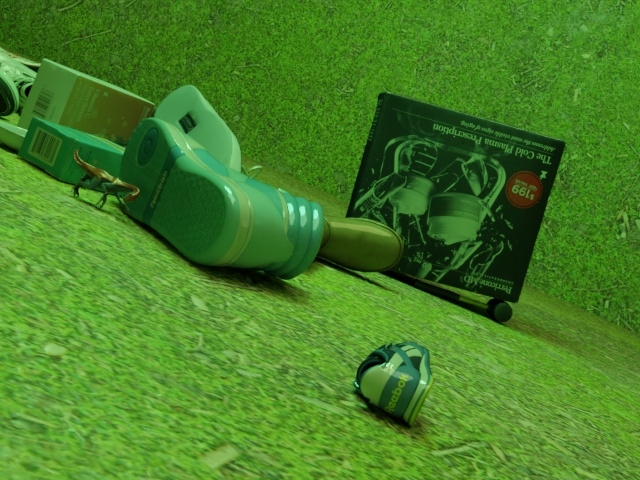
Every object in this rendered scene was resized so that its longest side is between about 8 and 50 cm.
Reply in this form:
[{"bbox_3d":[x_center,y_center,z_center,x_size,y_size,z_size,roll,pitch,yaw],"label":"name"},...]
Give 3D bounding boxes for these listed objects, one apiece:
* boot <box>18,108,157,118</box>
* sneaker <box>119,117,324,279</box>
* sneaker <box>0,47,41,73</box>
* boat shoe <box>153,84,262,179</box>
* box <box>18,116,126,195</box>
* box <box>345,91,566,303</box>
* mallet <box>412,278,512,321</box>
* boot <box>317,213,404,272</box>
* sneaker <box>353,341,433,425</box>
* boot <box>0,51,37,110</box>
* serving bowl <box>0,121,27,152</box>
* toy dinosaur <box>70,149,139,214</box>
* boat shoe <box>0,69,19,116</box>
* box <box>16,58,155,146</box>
[{"bbox_3d":[-0.387,-0.209,1.770,0.112,0.115,0.305,30,9,36],"label":"boot"},{"bbox_3d":[-0.117,-0.043,1.283,0.208,0.127,0.319,16,18,-39],"label":"sneaker"},{"bbox_3d":[-0.663,-0.375,2.307,0.270,0.090,0.145,15,12,-40],"label":"sneaker"},{"bbox_3d":[-0.183,-0.122,1.714,0.156,0.136,0.367,50,3,-35],"label":"boat shoe"},{"bbox_3d":[-0.294,-0.104,1.434,0.100,0.060,0.244,27,7,34],"label":"box"},{"bbox_3d":[0.236,-0.083,1.899,0.343,0.312,0.179,15,7,-3],"label":"box"},{"bbox_3d":[0.261,0.107,1.849,0.190,0.039,0.062,17,4,-16],"label":"mallet"},{"bbox_3d":[0.000,0.000,1.557,0.236,0.089,0.269,12,3,10],"label":"boot"},{"bbox_3d":[0.061,0.114,0.885,0.059,0.053,0.144,21,5,-1],"label":"sneaker"},{"bbox_3d":[-0.574,-0.297,1.911,0.258,0.095,0.123,21,-1,-29],"label":"boot"},{"bbox_3d":[-0.417,-0.138,1.416,0.083,0.027,0.083,23,6,-3],"label":"serving bowl"},{"bbox_3d":[-0.260,-0.069,1.233,0.082,0.090,0.047,-7,14,17],"label":"toy dinosaur"},{"bbox_3d":[-0.562,-0.258,1.628,0.219,0.078,0.070,53,17,-52],"label":"boat shoe"},{"bbox_3d":[-0.365,-0.189,1.581,0.091,0.130,0.170,26,7,35],"label":"box"}]
